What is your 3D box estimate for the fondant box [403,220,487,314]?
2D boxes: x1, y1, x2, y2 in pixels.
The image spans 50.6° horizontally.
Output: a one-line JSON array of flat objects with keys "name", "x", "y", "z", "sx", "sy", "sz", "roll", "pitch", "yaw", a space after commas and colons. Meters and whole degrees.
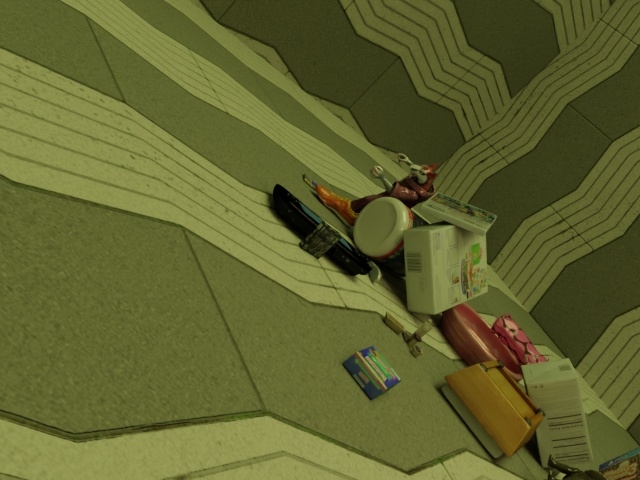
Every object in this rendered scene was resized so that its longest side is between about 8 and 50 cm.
[{"name": "fondant box", "x": 0.378, "y": 0.066, "z": 2.009, "sx": 0.330, "sy": 0.096, "sz": 0.238, "roll": -12, "pitch": 101, "yaw": -48}]

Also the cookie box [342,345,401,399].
[{"name": "cookie box", "x": 0.102, "y": 0.256, "z": 1.319, "sx": 0.092, "sy": 0.040, "sz": 0.107, "roll": 51, "pitch": 17, "yaw": 16}]

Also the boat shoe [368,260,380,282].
[{"name": "boat shoe", "x": 0.157, "y": 0.094, "z": 1.900, "sx": 0.035, "sy": 0.035, "sz": 0.100, "roll": 37, "pitch": 11, "yaw": -22}]

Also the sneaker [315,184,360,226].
[{"name": "sneaker", "x": 0.055, "y": -0.119, "z": 2.116, "sx": 0.175, "sy": 0.067, "sz": 0.064, "roll": 40, "pitch": 18, "yaw": -14}]

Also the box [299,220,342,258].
[{"name": "box", "x": 0.000, "y": 0.000, "z": 1.627, "sx": 0.067, "sy": 0.083, "sz": 0.018, "roll": 33, "pitch": 21, "yaw": -39}]

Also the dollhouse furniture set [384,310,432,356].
[{"name": "dollhouse furniture set", "x": 0.223, "y": 0.212, "z": 1.675, "sx": 0.114, "sy": 0.081, "sz": 0.091, "roll": 41, "pitch": 16, "yaw": -18}]

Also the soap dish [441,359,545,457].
[{"name": "soap dish", "x": 0.435, "y": 0.404, "z": 1.674, "sx": 0.229, "sy": 0.118, "sz": 0.291, "roll": 52, "pitch": 15, "yaw": 22}]

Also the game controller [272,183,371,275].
[{"name": "game controller", "x": 0.003, "y": -0.028, "z": 1.743, "sx": 0.319, "sy": 0.067, "sz": 0.166, "roll": 40, "pitch": 16, "yaw": -22}]

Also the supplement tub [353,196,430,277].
[{"name": "supplement tub", "x": 0.247, "y": 0.001, "z": 2.078, "sx": 0.272, "sy": 0.191, "sz": 0.191, "roll": 31, "pitch": 21, "yaw": -43}]

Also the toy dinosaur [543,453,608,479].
[{"name": "toy dinosaur", "x": 0.600, "y": 0.584, "z": 1.558, "sx": 0.160, "sy": 0.120, "sz": 0.313, "roll": 12, "pitch": 0, "yaw": 14}]

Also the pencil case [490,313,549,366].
[{"name": "pencil case", "x": 0.612, "y": 0.324, "z": 2.095, "sx": 0.098, "sy": 0.095, "sz": 0.209, "roll": 5, "pitch": 39, "yaw": -44}]

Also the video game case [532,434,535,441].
[{"name": "video game case", "x": 0.593, "y": 0.518, "z": 1.986, "sx": 0.157, "sy": 0.019, "sz": 0.143, "roll": 46, "pitch": 15, "yaw": 1}]

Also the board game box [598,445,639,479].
[{"name": "board game box", "x": 0.817, "y": 0.710, "z": 1.683, "sx": 0.232, "sy": 0.141, "sz": 0.291, "roll": 46, "pitch": 36, "yaw": 0}]

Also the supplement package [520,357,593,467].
[{"name": "supplement package", "x": 0.634, "y": 0.463, "z": 1.822, "sx": 0.139, "sy": 0.134, "sz": 0.244, "roll": -50, "pitch": 127, "yaw": -74}]

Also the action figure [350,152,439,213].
[{"name": "action figure", "x": 0.255, "y": -0.127, "z": 2.170, "sx": 0.248, "sy": 0.370, "sz": 0.275, "roll": -30, "pitch": 90, "yaw": -40}]

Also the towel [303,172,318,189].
[{"name": "towel", "x": -0.024, "y": -0.180, "z": 2.170, "sx": 0.083, "sy": 0.009, "sz": 0.060, "roll": 41, "pitch": 15, "yaw": -17}]

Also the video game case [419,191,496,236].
[{"name": "video game case", "x": 0.413, "y": -0.081, "z": 2.017, "sx": 0.201, "sy": 0.023, "sz": 0.183, "roll": 23, "pitch": 24, "yaw": 17}]

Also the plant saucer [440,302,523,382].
[{"name": "plant saucer", "x": 0.485, "y": 0.318, "z": 2.096, "sx": 0.332, "sy": 0.084, "sz": 0.332, "roll": 42, "pitch": 17, "yaw": -15}]
